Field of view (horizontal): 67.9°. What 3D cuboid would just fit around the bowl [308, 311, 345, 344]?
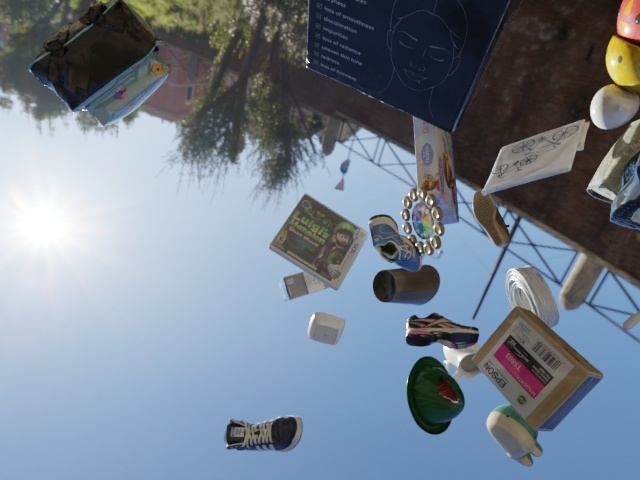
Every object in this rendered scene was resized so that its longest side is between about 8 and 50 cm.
[{"bbox_3d":[0.022,0.368,1.939,0.142,0.142,0.053,16,-149,-2],"label":"bowl"}]

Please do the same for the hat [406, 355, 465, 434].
[{"bbox_3d":[0.310,0.343,1.056,0.173,0.184,0.208,53,-134,-10],"label":"hat"}]

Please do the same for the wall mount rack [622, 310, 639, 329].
[{"bbox_3d":[0.811,0.128,0.998,0.350,0.130,0.304,41,-116,0],"label":"wall mount rack"}]

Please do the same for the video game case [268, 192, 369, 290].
[{"bbox_3d":[0.000,0.000,1.133,0.190,0.022,0.173,32,-117,0],"label":"video game case"}]

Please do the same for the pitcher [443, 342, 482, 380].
[{"bbox_3d":[0.484,0.414,1.662,0.125,0.178,0.207,54,-173,-7],"label":"pitcher"}]

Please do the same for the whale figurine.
[{"bbox_3d":[0.730,0.718,1.762,0.141,0.272,0.216,-41,-149,-23],"label":"whale figurine"}]

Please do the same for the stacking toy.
[{"bbox_3d":[0.875,-0.507,1.228,0.351,0.479,0.350,15,-148,-9],"label":"stacking toy"}]

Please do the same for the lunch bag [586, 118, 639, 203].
[{"bbox_3d":[0.998,-0.237,1.530,0.169,0.235,0.287,28,-169,12],"label":"lunch bag"}]

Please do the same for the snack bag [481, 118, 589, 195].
[{"bbox_3d":[0.771,-0.293,1.704,0.323,0.037,0.342,-15,-151,45],"label":"snack bag"}]

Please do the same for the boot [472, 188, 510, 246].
[{"bbox_3d":[0.695,-0.092,1.928,0.090,0.248,0.207,-22,177,28],"label":"boot"}]

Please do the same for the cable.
[{"bbox_3d":[0.801,0.221,1.808,0.089,0.257,0.257,-17,-149,-1],"label":"cable"}]

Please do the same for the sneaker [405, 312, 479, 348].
[{"bbox_3d":[0.291,0.206,1.136,0.178,0.072,0.077,5,-134,-3],"label":"sneaker"}]

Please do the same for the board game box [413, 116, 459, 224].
[{"bbox_3d":[0.364,-0.241,1.485,0.066,0.318,0.318,-7,165,24],"label":"board game box"}]

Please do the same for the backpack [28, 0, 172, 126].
[{"bbox_3d":[-0.316,-0.267,0.711,0.144,0.166,0.188,48,-178,-36],"label":"backpack"}]

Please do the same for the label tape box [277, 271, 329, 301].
[{"bbox_3d":[-0.007,0.171,2.110,0.334,0.105,0.240,-17,174,-12],"label":"label tape box"}]

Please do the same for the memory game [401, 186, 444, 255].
[{"bbox_3d":[0.263,-0.049,1.242,0.012,0.186,0.186,-11,-146,-21],"label":"memory game"}]

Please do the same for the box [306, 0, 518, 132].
[{"bbox_3d":[0.236,-0.605,1.178,0.480,0.471,0.297,29,-114,11],"label":"box"}]

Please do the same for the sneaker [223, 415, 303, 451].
[{"bbox_3d":[-0.186,0.585,1.444,0.153,0.282,0.099,24,-129,-31],"label":"sneaker"}]

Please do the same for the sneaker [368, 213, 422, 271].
[{"bbox_3d":[0.178,0.026,1.149,0.211,0.080,0.081,40,-137,-37],"label":"sneaker"}]

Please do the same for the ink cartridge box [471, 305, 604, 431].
[{"bbox_3d":[0.519,0.310,1.163,0.088,0.193,0.234,19,-158,-37],"label":"ink cartridge box"}]

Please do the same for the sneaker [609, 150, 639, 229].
[{"bbox_3d":[0.697,-0.184,0.954,0.158,0.410,0.182,10,-114,13],"label":"sneaker"}]

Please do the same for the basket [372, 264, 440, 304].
[{"bbox_3d":[0.333,0.180,1.904,0.227,0.204,0.154,3,-128,-40],"label":"basket"}]
